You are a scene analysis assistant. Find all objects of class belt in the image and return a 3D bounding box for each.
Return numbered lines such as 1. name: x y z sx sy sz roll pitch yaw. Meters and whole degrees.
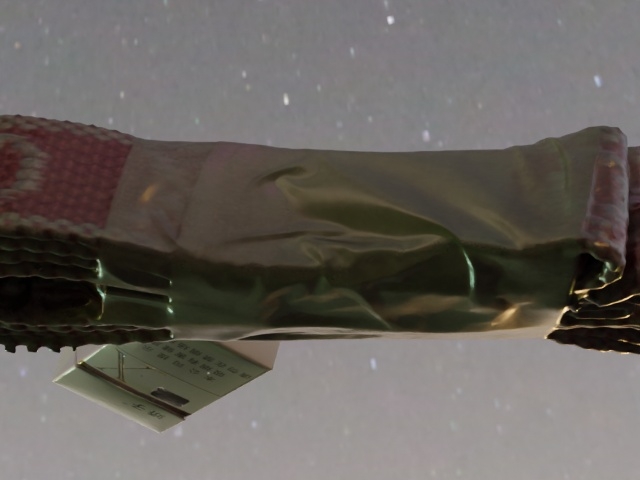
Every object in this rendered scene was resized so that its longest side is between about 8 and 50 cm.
1. belt: 0.000 0.000 0.384 0.232 0.053 0.071 2 -33 2

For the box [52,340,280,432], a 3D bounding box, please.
1. box: -0.097 0.070 0.880 0.084 0.040 0.154 27 -34 -22
